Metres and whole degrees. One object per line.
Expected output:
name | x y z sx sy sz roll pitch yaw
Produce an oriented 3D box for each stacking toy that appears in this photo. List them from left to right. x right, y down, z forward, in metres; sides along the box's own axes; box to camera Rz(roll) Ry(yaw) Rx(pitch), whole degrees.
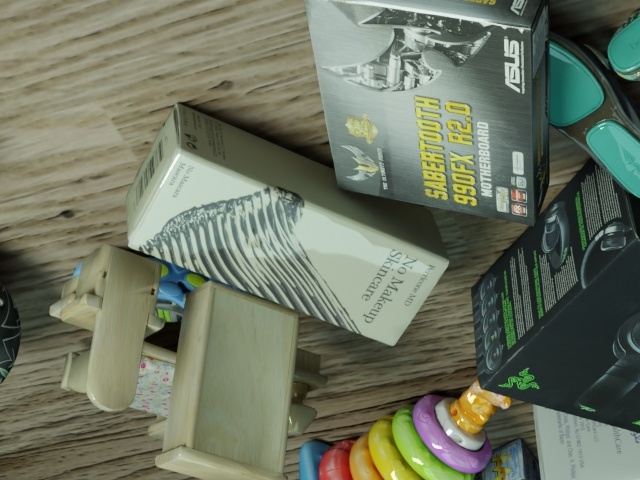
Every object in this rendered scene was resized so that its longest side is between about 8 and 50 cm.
stacking toy | 0.126 0.236 1.524 0.166 0.175 0.302 26 120 -29

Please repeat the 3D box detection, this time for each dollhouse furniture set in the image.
dollhouse furniture set | -0.184 0.179 1.337 0.303 0.174 0.355 23 148 -30

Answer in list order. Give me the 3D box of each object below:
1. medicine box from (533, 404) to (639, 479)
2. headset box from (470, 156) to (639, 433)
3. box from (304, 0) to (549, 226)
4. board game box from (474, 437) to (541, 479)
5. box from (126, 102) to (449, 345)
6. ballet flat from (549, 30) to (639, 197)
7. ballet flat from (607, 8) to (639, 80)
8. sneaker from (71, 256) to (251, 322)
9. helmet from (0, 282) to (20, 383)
medicine box | 0.417 0.262 1.536 0.289 0.149 0.263 -14 139 17
headset box | 0.313 0.062 1.304 0.246 0.131 0.283 17 138 -20
box | 0.093 -0.119 1.095 0.183 0.056 0.231 12 144 18
board game box | 0.214 0.326 1.679 0.194 0.060 0.194 -8 139 10
box | -0.030 -0.011 1.209 0.275 0.094 0.113 21 116 -20
ballet flat | 0.228 -0.116 1.129 0.074 0.074 0.203 -33 118 33
ballet flat | 0.314 -0.191 1.063 0.070 0.070 0.188 31 133 -32
sneaker | -0.158 0.053 1.352 0.188 0.067 0.078 10 161 -15
helmet | -0.372 0.088 1.297 0.161 0.169 0.169 33 133 -8
